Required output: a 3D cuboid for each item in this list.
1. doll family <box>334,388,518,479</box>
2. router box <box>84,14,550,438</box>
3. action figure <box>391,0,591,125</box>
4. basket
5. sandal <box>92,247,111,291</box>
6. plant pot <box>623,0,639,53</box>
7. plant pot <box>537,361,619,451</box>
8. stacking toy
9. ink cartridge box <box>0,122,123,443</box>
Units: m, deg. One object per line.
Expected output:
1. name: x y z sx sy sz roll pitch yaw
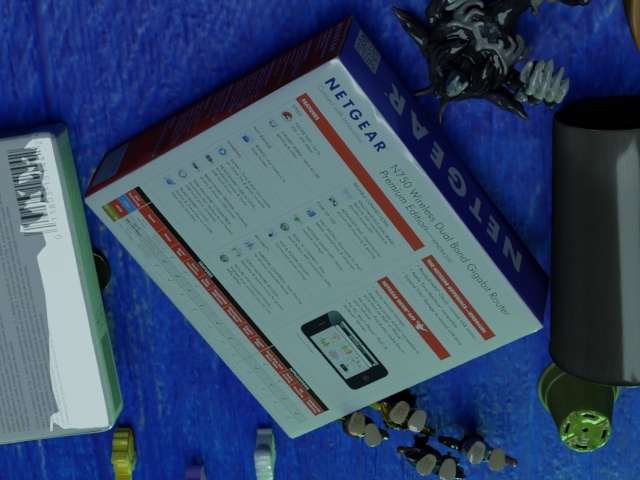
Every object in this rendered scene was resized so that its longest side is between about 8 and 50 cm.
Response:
1. doll family: 0.104 0.199 1.826 0.193 0.111 0.076 31 83 -1
2. router box: 0.000 0.000 1.700 0.301 0.082 0.335 -26 115 27
3. action figure: 0.163 -0.199 1.577 0.164 0.141 0.276 40 114 -2
4. basket: 0.281 -0.008 1.660 0.154 0.204 0.227 -2 109 10
5. sandal: -0.295 0.052 1.793 0.179 0.040 0.067 -17 117 12
6. plant pot: 0.371 -0.186 1.547 0.205 0.188 0.205 1 119 2
7. plant pot: 0.262 0.169 1.814 0.083 0.079 0.083 1 119 2
8. stacking toy: -0.126 0.292 1.920 0.167 0.052 0.221 -1 121 5
9. ink cartridge box: -0.346 0.052 1.740 0.261 0.066 0.296 -8 103 6
